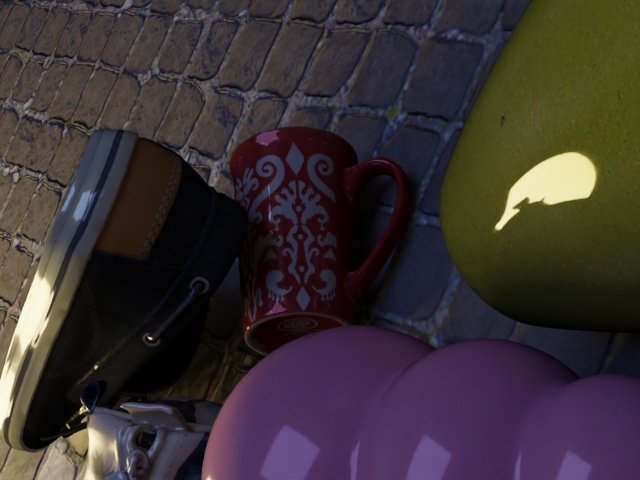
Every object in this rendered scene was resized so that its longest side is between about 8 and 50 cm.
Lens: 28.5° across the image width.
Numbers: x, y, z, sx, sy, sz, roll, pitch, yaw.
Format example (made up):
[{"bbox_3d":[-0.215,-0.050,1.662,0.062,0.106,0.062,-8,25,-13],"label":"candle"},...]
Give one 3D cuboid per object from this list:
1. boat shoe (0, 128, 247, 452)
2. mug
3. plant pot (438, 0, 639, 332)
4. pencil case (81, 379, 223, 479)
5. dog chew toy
[{"bbox_3d":[-0.190,0.080,1.140,0.500,0.156,0.187,125,162,-55],"label":"boat shoe"},{"bbox_3d":[-0.009,-0.002,1.044,0.150,0.113,0.169,-31,49,40],"label":"mug"},{"bbox_3d":[0.199,-0.056,0.709,0.293,0.274,0.275,-39,39,55],"label":"plant pot"},{"bbox_3d":[-0.144,0.316,0.925,0.160,0.183,0.410,7,79,30],"label":"pencil case"},{"bbox_3d":[0.085,0.150,0.754,0.332,0.206,0.207,-7,62,41],"label":"dog chew toy"}]
